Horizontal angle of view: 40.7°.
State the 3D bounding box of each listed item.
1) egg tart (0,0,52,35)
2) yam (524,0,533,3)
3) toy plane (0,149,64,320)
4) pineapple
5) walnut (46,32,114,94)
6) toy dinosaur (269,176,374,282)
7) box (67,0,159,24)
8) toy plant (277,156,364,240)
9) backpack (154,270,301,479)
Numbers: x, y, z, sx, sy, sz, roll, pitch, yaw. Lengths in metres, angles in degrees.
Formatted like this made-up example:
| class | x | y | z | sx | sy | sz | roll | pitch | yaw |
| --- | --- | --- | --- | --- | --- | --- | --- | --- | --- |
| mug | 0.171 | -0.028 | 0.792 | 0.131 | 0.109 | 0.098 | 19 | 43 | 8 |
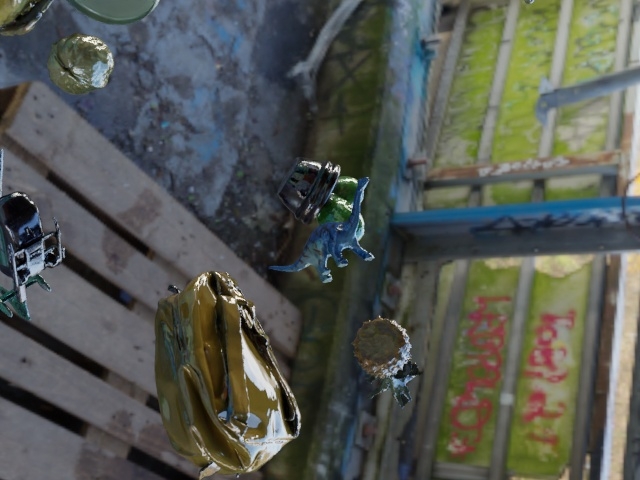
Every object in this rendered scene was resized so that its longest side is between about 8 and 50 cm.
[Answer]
| class | x | y | z | sx | sy | sz | roll | pitch | yaw |
| --- | --- | --- | --- | --- | --- | --- | --- | --- | --- |
| egg tart | -0.456 | -0.453 | 1.329 | 0.132 | 0.297 | 0.297 | 8 | 80 | -47 |
| yam | 0.349 | -0.426 | 1.400 | 0.021 | 0.021 | 0.116 | 53 | 47 | -41 |
| toy plane | -0.543 | 0.023 | 1.533 | 0.106 | 0.155 | 0.382 | -37 | 153 | -35 |
| pineapple | 0.127 | 0.250 | 1.732 | 0.119 | 0.130 | 0.277 | 57 | -5 | 29 |
| walnut | -0.312 | -0.230 | 1.126 | 0.092 | 0.092 | 0.092 | 8 | 81 | -57 |
| toy dinosaur | 0.021 | 0.018 | 1.855 | 0.076 | 0.329 | 0.144 | 1 | 52 | -52 |
| box | -0.414 | -0.570 | 1.743 | 0.226 | 0.226 | 0.149 | 56 | 33 | -39 |
| toy plant | 0.015 | -0.103 | 2.181 | 0.235 | 0.175 | 0.218 | 28 | 43 | -9 |
| backpack | -0.185 | 0.250 | 1.605 | 0.353 | 0.201 | 0.378 | 47 | 26 | -64 |
